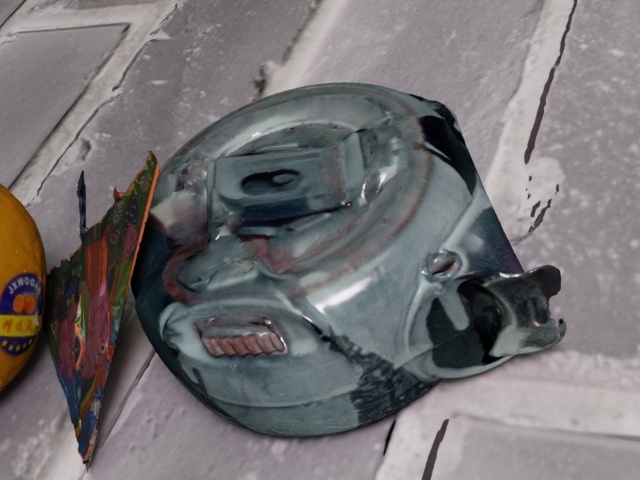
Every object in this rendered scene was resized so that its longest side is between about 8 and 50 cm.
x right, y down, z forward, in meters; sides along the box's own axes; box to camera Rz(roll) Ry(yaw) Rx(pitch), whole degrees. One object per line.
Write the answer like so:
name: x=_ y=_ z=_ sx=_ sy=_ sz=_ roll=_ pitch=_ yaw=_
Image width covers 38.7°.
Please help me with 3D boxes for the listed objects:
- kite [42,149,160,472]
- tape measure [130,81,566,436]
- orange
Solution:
kite: x=-0.176 y=0.052 z=0.674 sx=0.321 sy=0.016 sz=0.234 roll=-33 pitch=56 yaw=55
tape measure: x=0.000 y=0.000 z=0.640 sx=0.275 sy=0.147 sz=0.256 roll=-19 pitch=42 yaw=6
orange: x=-0.321 y=0.039 z=0.716 sx=0.219 sy=0.193 sz=0.219 roll=0 pitch=87 yaw=7
